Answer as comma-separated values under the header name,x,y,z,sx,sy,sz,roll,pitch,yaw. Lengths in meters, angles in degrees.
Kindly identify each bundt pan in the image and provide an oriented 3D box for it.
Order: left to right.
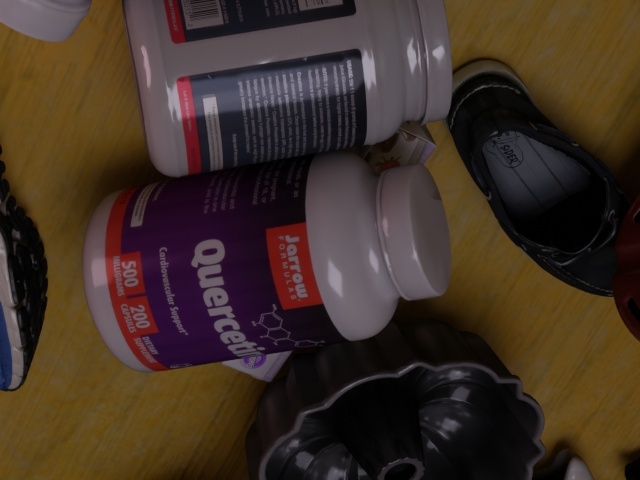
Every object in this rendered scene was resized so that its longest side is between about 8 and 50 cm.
name,x,y,z,sx,sy,sz,roll,pitch,yaw
bundt pan,0.067,0.207,1.945,0.330,0.124,0.331,-11,134,-12

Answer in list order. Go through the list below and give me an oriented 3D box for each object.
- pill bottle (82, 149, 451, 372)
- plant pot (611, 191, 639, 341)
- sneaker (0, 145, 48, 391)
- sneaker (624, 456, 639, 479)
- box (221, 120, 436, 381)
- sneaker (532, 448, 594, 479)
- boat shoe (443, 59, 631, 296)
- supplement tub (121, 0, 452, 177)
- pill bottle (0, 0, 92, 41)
name,x,y,z,sx,sy,sz,roll,pitch,yaw
pill bottle,-0.049,0.016,1.713,0.323,0.181,0.181,-10,129,20
plant pot,0.452,0.041,1.818,0.265,0.272,0.272,18,119,-35
sneaker,-0.357,0.008,1.742,0.147,0.130,0.330,-7,124,10
sneaker,0.477,0.212,2.071,0.121,0.108,0.302,29,115,-33
box,0.000,0.000,1.839,0.063,0.067,0.324,22,116,-26
sneaker,0.183,0.321,2.098,0.297,0.111,0.129,-17,111,-6
boat shoe,0.242,-0.035,1.840,0.127,0.113,0.340,-31,125,8
supplement tub,-0.033,-0.169,1.635,0.272,0.191,0.191,-10,126,-6
pill bottle,-0.191,-0.305,1.527,0.152,0.152,0.272,24,115,-26
